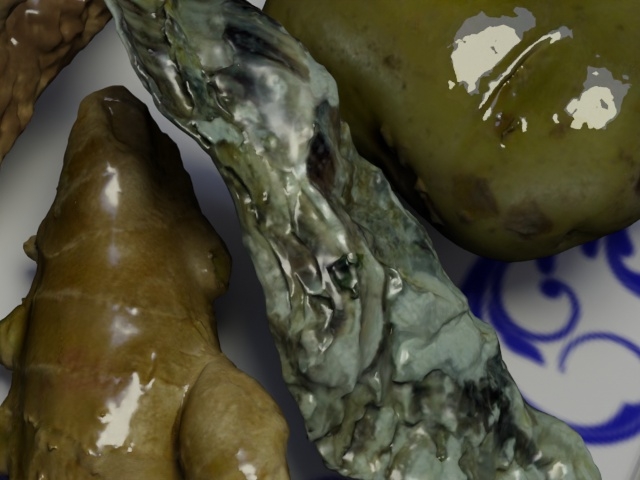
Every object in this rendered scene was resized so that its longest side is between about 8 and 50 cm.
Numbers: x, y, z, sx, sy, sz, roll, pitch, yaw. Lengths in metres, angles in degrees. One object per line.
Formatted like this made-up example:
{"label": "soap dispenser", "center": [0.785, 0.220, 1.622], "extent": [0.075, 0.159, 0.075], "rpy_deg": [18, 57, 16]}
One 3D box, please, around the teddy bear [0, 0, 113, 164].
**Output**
{"label": "teddy bear", "center": [-0.200, -0.125, 0.724], "extent": [0.246, 0.222, 0.296], "rpy_deg": [13, 66, 29]}

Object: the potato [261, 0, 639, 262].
{"label": "potato", "center": [0.073, -0.075, 0.793], "extent": [0.200, 0.137, 0.154], "rpy_deg": [33, 16, 24]}

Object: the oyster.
{"label": "oyster", "center": [-0.003, 0.002, 0.715], "extent": [0.087, 0.199, 0.252], "rpy_deg": [-35, 65, 1]}

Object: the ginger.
{"label": "ginger", "center": [-0.082, 0.043, 0.732], "extent": [0.081, 0.115, 0.205], "rpy_deg": [20, 40, -43]}
